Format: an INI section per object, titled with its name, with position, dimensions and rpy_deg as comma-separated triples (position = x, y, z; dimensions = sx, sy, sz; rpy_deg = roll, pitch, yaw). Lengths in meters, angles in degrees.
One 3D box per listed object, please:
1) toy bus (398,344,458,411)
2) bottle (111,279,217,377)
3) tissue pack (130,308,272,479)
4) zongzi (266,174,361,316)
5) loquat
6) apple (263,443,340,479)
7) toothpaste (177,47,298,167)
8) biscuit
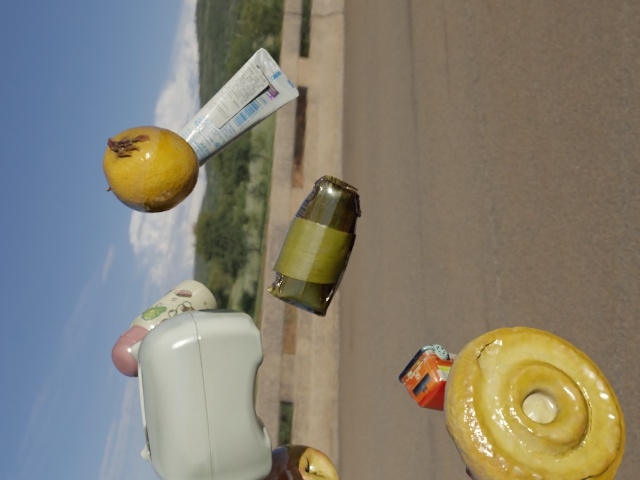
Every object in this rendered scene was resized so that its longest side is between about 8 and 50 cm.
[toy bus]
position = 0.318, 0.330, 1.541
dimensions = 0.121, 0.265, 0.120
rpy_deg = -57, 34, 25
[bottle]
position = -0.337, 0.193, 1.445
dimensions = 0.253, 0.120, 0.120
rpy_deg = -45, -25, -49
[tissue pack]
position = -0.228, 0.304, 1.280
dimensions = 0.229, 0.235, 0.333
rpy_deg = -177, 81, -72
[zongzi]
position = 0.000, 0.000, 1.544
dimensions = 0.317, 0.154, 0.290
rpy_deg = -79, 11, -85
[loquat]
position = -0.256, -0.108, 1.019
dimensions = 0.141, 0.141, 0.141
rpy_deg = -172, 90, -82
[apple]
position = -0.059, 0.585, 1.600
dimensions = 0.164, 0.209, 0.209
rpy_deg = -56, 17, 19
[toothpaste]
position = -0.183, -0.226, 1.273
dimensions = 0.299, 0.114, 0.073
rpy_deg = -43, 17, -8
[biscuit]
position = 0.342, 0.272, 1.071
dimensions = 0.102, 0.296, 0.297
rpy_deg = 110, 166, -55
